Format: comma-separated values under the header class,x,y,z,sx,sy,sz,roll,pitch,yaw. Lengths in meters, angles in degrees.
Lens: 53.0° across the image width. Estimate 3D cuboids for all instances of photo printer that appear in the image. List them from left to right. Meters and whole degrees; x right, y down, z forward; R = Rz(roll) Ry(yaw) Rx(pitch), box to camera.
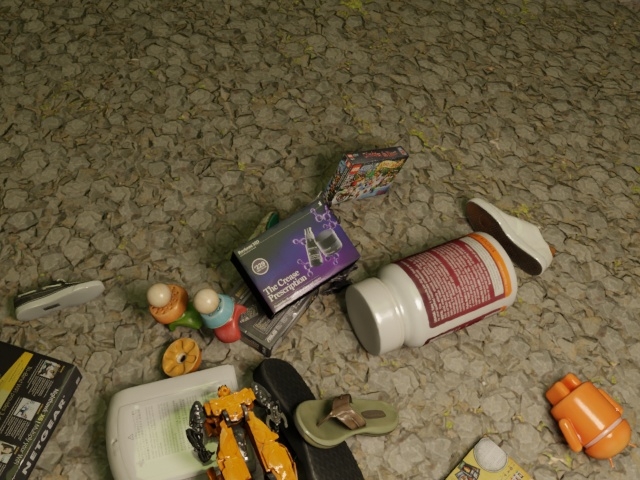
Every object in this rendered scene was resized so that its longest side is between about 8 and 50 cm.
class,x,y,z,sx,sy,sz,roll,pitch,yaw
photo printer,-0.320,0.432,1.442,0.307,0.107,0.256,-12,59,-14

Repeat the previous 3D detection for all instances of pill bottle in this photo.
class,x,y,z,sx,sy,sz,roll,pitch,yaw
pill bottle,0.278,0.138,1.637,0.392,0.224,0.224,-19,60,-18

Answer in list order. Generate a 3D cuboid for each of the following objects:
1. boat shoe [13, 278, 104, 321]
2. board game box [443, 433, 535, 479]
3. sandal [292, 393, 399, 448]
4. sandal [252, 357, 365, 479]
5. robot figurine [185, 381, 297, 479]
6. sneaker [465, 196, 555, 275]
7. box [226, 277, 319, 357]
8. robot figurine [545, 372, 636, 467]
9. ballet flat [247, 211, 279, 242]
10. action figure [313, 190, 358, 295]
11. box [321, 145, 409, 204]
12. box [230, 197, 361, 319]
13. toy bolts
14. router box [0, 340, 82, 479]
class,x,y,z,sx,sy,sz,roll,pitch,yaw
boat shoe,-0.662,0.132,1.622,0.219,0.078,0.070,-18,61,-15
board game box,0.359,0.585,1.455,0.243,0.042,0.165,-37,67,-26
sandal,0.063,0.389,1.457,0.303,0.086,0.120,3,38,-39
sandal,-0.032,0.464,1.449,0.167,0.107,0.446,17,29,-44
robot figurine,-0.158,0.438,1.334,0.211,0.085,0.291,-12,58,-27
sneaker,0.550,-0.030,1.859,0.290,0.106,0.123,45,58,9
box,-0.139,0.163,1.672,0.183,0.056,0.231,30,58,15
robot figurine,0.645,0.430,1.541,0.219,0.128,0.158,50,22,24
ballet flat,-0.157,0.025,1.683,0.077,0.091,0.241,-6,52,11
action figure,0.000,0.000,1.739,0.141,0.164,0.276,-11,64,-19
box,0.130,-0.186,1.831,0.233,0.159,0.044,-14,58,-40
box,-0.062,0.044,1.580,0.261,0.103,0.184,-33,82,-18
toy bolts,-0.310,0.195,1.518,0.228,0.158,0.218,-11,54,19
router box,-0.724,0.392,1.439,0.243,0.081,0.309,17,56,5
